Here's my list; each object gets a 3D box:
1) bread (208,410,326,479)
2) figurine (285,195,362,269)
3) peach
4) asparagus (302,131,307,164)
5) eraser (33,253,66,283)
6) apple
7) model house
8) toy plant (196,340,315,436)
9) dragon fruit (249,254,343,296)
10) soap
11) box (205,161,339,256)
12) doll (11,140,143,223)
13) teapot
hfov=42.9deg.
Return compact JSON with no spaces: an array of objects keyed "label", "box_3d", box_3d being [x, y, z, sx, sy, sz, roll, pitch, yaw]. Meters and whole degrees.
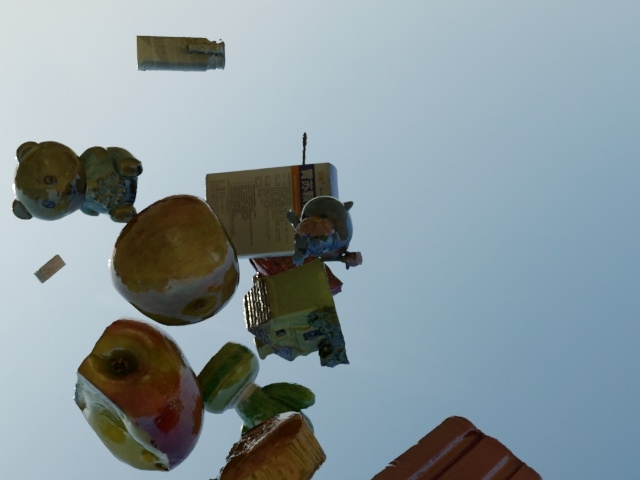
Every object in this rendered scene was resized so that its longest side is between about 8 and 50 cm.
[{"label":"bread","box_3d":[-0.113,0.456,1.639,0.250,0.133,0.179,-37,-170,-25]},{"label":"figurine","box_3d":[0.005,0.002,1.486,0.114,0.145,0.178,-18,-162,25]},{"label":"peach","box_3d":[-0.386,0.349,1.817,0.306,0.380,0.242,35,-126,8]},{"label":"asparagus","box_3d":[-0.042,-0.191,2.055,0.016,0.166,0.013,0,-178,-14]},{"label":"eraser","box_3d":[-0.731,0.077,2.198,0.019,0.038,0.083,3,-140,50]},{"label":"apple","box_3d":[-0.288,0.046,1.605,0.264,0.264,0.264,-6,-150,3]},{"label":"model house","box_3d":[-0.052,0.179,1.673,0.189,0.214,0.195,-12,-133,0]},{"label":"toy plant","box_3d":[-0.149,0.400,1.981,0.316,0.224,0.184,41,-178,7]},{"label":"dragon fruit","box_3d":[-0.115,0.098,2.249,0.317,0.205,0.152,44,-130,16]},{"label":"soap","box_3d":[0.244,0.494,1.560,0.233,0.128,0.359,38,-147,24]},{"label":"box","box_3d":[-0.108,-0.064,1.881,0.299,0.200,0.106,-4,174,9]},{"label":"doll","box_3d":[-0.541,-0.130,1.787,0.260,0.177,0.161,-4,-152,-36]},{"label":"teapot","box_3d":[-0.311,-0.423,1.824,0.200,0.077,0.107,-2,176,-16]}]
